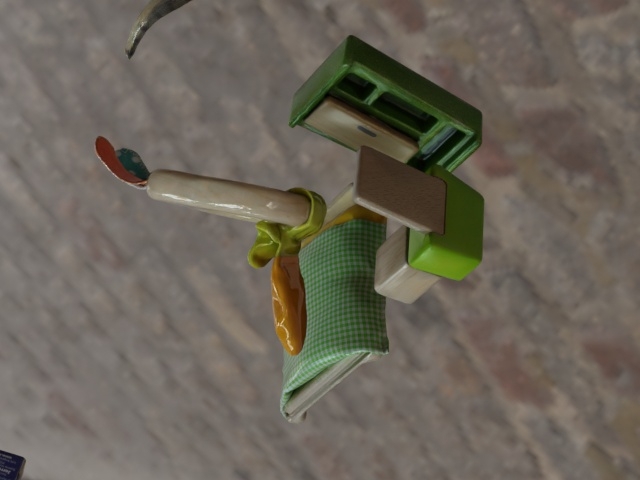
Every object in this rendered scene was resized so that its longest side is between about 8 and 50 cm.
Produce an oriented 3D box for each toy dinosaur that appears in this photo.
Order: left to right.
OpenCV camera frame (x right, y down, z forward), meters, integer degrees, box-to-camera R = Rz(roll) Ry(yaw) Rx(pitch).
[{"bbox_3d":[-0.160,-0.350,2.201,0.118,0.268,0.064,58,179,1],"label":"toy dinosaur"}]

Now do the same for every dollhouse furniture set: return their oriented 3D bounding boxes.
[{"bbox_3d":[0.000,0.000,1.579,0.151,0.197,0.301,25,136,-21],"label":"dollhouse furniture set"}]

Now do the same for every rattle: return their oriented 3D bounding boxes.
[{"bbox_3d":[-0.103,0.001,1.479,0.199,0.143,0.130,9,-165,-9],"label":"rattle"}]

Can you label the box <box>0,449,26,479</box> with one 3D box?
[{"bbox_3d":[-0.321,0.245,1.314,0.136,0.225,0.036,19,143,-5],"label":"box"}]
